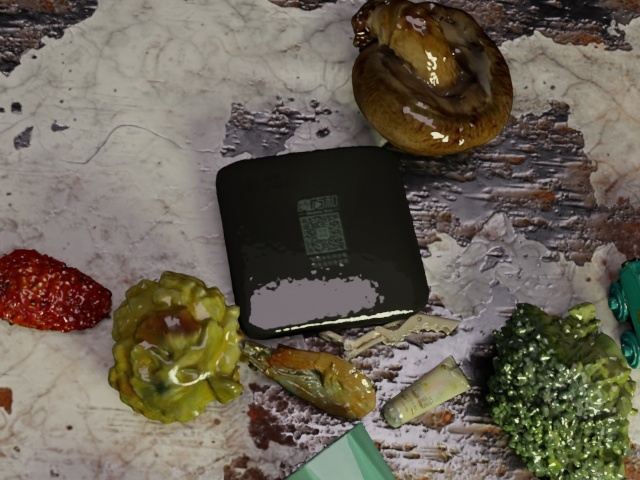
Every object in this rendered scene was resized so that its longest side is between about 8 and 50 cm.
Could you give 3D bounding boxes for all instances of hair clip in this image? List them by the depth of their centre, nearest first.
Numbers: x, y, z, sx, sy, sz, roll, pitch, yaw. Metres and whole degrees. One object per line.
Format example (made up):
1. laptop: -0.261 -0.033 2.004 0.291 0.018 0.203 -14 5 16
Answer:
1. hair clip: 0.103 0.138 1.654 0.226 0.034 0.072 -18 75 -13

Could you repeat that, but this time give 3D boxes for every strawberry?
1. strawberry: -0.399 0.069 1.593 0.188 0.082 0.121 9 69 -1

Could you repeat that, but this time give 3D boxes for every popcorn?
1. popcorn: -0.203 0.153 1.546 0.189 0.169 0.218 5 108 -11

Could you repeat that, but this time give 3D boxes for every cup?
1. cup: 0.071 0.389 1.527 0.148 0.134 0.235 -37 84 -13

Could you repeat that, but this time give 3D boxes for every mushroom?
1. mushroom: 0.160 -0.262 1.702 0.263 0.195 0.283 -36 96 -24

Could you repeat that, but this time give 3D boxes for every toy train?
1. toy train: 0.512 0.112 1.650 0.107 0.154 0.198 -10 75 -7

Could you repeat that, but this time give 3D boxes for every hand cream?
1. hand cream: 0.158 0.231 1.632 0.143 0.039 0.061 -30 76 -19

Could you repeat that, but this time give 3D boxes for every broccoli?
1. broccoli: 0.379 0.221 1.581 0.245 0.288 0.248 -30 40 -30

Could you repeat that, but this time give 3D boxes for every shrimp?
1. shrimp: -0.016 0.190 1.586 0.217 0.115 0.051 25 37 6

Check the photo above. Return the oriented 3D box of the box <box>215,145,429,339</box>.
1. box: 0.000 0.000 1.656 0.290 0.073 0.289 -8 69 -10
